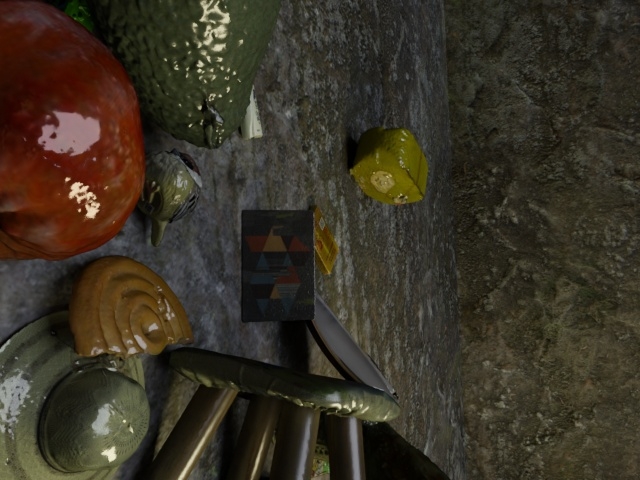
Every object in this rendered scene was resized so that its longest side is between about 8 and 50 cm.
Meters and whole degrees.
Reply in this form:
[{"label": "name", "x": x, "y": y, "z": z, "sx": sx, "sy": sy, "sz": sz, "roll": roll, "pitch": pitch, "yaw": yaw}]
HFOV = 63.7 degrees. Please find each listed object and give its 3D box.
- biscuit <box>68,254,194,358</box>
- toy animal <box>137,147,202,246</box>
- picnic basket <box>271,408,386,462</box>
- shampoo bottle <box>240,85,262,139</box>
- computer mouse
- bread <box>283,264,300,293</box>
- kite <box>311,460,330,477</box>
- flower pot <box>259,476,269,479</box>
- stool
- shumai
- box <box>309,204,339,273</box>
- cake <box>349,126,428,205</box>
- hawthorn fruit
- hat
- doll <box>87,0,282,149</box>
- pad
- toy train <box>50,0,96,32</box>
[{"label": "biscuit", "x": -0.242, "y": 0.084, "z": 0.677, "sx": 0.145, "sy": 0.033, "sz": 0.224, "roll": 68, "pitch": 12, "yaw": 16}, {"label": "toy animal", "x": -0.217, "y": -0.065, "z": 0.743, "sx": 0.098, "sy": 0.098, "sz": 0.137, "roll": -43, "pitch": 142, "yaw": -56}, {"label": "picnic basket", "x": 0.017, "y": 0.380, "z": 1.058, "sx": 0.154, "sy": 0.196, "sz": 0.134, "roll": 51, "pitch": 47, "yaw": -52}, {"label": "shampoo bottle", "x": -0.139, "y": -0.262, "z": 0.969, "sx": 0.049, "sy": 0.034, "sz": 0.141, "roll": -25, "pitch": 109, "yaw": -55}, {"label": "computer mouse", "x": 0.045, "y": 0.231, "z": 1.094, "sx": 0.310, "sy": 0.072, "sz": 0.158, "roll": 51, "pitch": -8, "yaw": 3}, {"label": "bread", "x": -0.068, "y": 0.068, "z": 1.030, "sx": 0.070, "sy": 0.083, "sz": 0.077, "roll": -36, "pitch": 124, "yaw": -69}, {"label": "kite", "x": 0.013, "y": 0.477, "z": 1.248, "sx": 0.244, "sy": 0.006, "sz": 0.198, "roll": -45, "pitch": 127, "yaw": -55}, {"label": "flower pot", "x": -0.038, "y": 0.630, "z": 0.878, "sx": 0.379, "sy": 0.251, "sz": 0.380, "roll": 0, "pitch": 90, "yaw": -62}, {"label": "stool", "x": -0.067, "y": 0.307, "z": 0.788, "sx": 0.310, "sy": 0.310, "sz": 0.226, "roll": 36, "pitch": 63, "yaw": -56}, {"label": "shumai", "x": 0.127, "y": 0.462, "z": 0.892, "sx": 0.203, "sy": 0.272, "sz": 0.222, "roll": -41, "pitch": 100, "yaw": -9}, {"label": "box", "x": 0.000, "y": 0.000, "z": 1.237, "sx": 0.156, "sy": 0.022, "sz": 0.089, "roll": 61, "pitch": 36, "yaw": -42}, {"label": "cake", "x": 0.192, "y": -0.209, "z": 1.463, "sx": 0.260, "sy": 0.179, "sz": 0.156, "roll": 43, "pitch": 50, "yaw": -51}, {"label": "hawthorn fruit", "x": -0.273, "y": -0.121, "z": 0.499, "sx": 0.242, "sy": 0.241, "sz": 0.272, "roll": 59, "pitch": 31, "yaw": -44}, {"label": "hat", "x": -0.265, "y": 0.207, "z": 0.604, "sx": 0.252, "sy": 0.109, "sz": 0.252, "roll": 6, "pitch": 84, "yaw": -64}, {"label": "doll", "x": -0.168, "y": -0.287, "z": 0.654, "sx": 0.350, "sy": 0.247, "sz": 0.247, "roll": 98, "pitch": 11, "yaw": -49}, {"label": "pad", "x": -0.079, "y": 0.047, "z": 0.978, "sx": 0.003, "sy": 0.142, "sz": 0.212, "roll": 164, "pitch": -75, "yaw": -78}, {"label": "toy train", "x": -0.290, "y": -0.351, "z": 0.663, "sx": 0.044, "sy": 0.042, "sz": 0.209, "roll": 44, "pitch": 51, "yaw": -55}]
